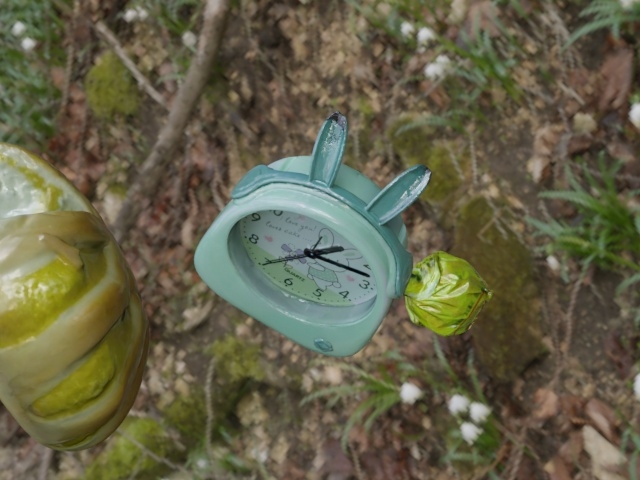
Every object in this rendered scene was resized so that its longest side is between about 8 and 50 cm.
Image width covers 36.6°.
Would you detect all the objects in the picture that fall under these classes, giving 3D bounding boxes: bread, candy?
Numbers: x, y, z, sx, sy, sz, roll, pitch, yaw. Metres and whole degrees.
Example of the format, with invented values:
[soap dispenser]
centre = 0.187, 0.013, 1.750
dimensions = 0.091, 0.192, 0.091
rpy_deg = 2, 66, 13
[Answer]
[bread]
centre = -0.260, 0.043, 0.904
dimensions = 0.160, 0.333, 0.333
rpy_deg = -29, 11, -14
[candy]
centre = 0.050, 0.029, 0.896
dimensions = 0.073, 0.262, 0.077
rpy_deg = -50, 40, 32

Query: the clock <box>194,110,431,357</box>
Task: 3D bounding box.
[clock]
centre = 0.000, 0.000, 0.476
dimensions = 0.135, 0.101, 0.041
rpy_deg = -53, 6, 51
